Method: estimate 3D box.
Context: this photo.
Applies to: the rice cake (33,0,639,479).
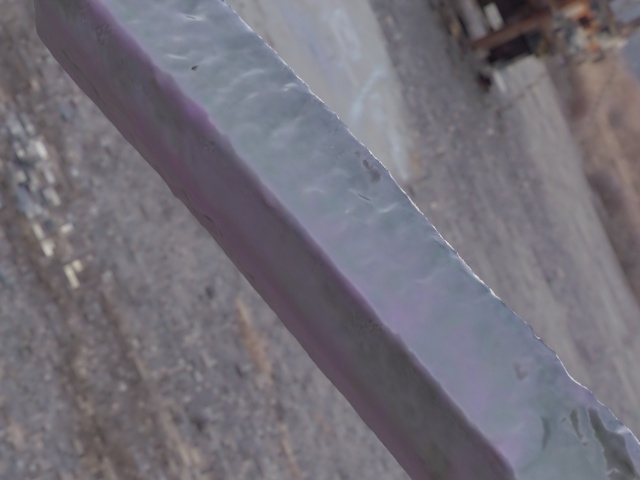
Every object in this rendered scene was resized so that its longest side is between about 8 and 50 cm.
[{"bbox_3d":[0.000,0.000,0.585,0.365,0.056,0.072,49,-31,19],"label":"rice cake"}]
